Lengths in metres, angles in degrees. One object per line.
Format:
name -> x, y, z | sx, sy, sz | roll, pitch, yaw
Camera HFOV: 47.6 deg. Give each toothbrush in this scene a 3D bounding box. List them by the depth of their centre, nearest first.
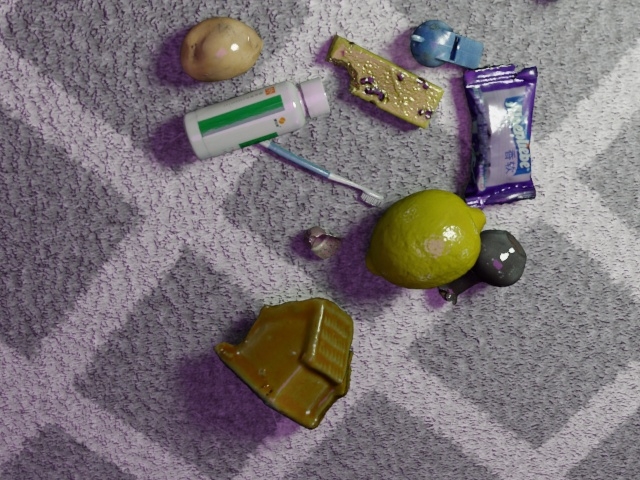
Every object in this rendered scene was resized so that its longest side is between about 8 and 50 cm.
toothbrush -> -0.004, -0.132, 1.392 | 0.276, 0.019, 0.025 | 25, 113, -11

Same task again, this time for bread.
bread -> 0.112, -0.289, 1.330 | 0.226, 0.049, 0.088 | 23, 106, -9

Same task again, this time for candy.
candy -> 0.338, -0.191, 1.364 | 0.145, 0.070, 0.275 | -7, 106, -8

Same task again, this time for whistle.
whistle -> 0.215, -0.351, 1.308 | 0.158, 0.090, 0.090 | 1, 114, -45

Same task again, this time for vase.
vase -> 0.312, 0.059, 1.430 | 0.183, 0.120, 0.120 | -39, 107, 24

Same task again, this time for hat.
hat -> 0.001, 0.000, 1.431 | 0.087, 0.042, 0.058 | 16, 119, -43

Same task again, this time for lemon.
lemon -> 0.191, 0.002, 1.361 | 0.248, 0.184, 0.184 | -26, 108, 16

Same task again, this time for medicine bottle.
medicine bottle -> -0.114, -0.225, 1.316 | 0.260, 0.095, 0.095 | -17, 108, 5

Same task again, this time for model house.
model house -> -0.029, 0.231, 1.456 | 0.239, 0.173, 0.268 | -49, 136, -1

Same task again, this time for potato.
potato -> -0.176, -0.331, 1.273 | 0.147, 0.112, 0.112 | -16, 109, 10
